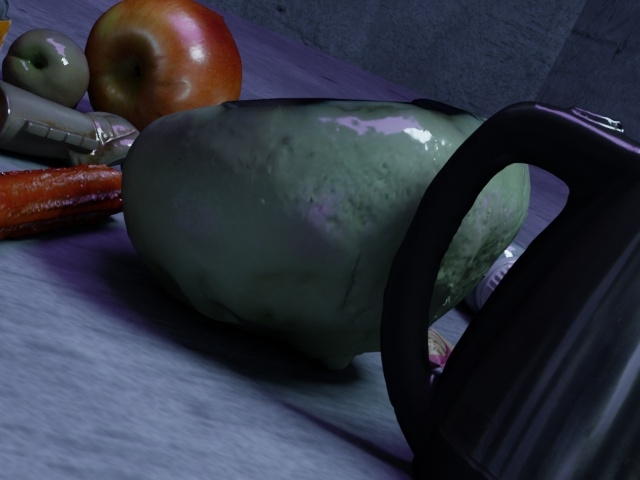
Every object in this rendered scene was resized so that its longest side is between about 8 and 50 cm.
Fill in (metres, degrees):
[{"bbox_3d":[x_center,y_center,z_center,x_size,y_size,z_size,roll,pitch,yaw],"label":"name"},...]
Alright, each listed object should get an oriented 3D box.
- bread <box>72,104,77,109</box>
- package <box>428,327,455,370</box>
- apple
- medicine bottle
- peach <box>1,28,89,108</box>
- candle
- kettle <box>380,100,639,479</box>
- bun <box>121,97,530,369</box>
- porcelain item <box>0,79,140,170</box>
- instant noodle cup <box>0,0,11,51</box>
[{"bbox_3d":[-0.266,-0.161,1.490,0.081,0.046,0.083,14,18,-40],"label":"bread"},{"bbox_3d":[0.076,0.083,1.201,0.083,0.029,0.059,20,14,27],"label":"package"},{"bbox_3d":[-0.149,-0.161,1.470,0.163,0.163,0.139,32,19,25],"label":"apple"},{"bbox_3d":[0.172,0.036,1.501,0.083,0.083,0.203,22,12,-21],"label":"medicine bottle"},{"bbox_3d":[-0.254,-0.155,1.409,0.083,0.083,0.083,26,11,-5],"label":"peach"},{"bbox_3d":[-0.199,-0.027,1.026,0.051,0.048,0.329,42,12,7],"label":"candle"},{"bbox_3d":[0.190,0.060,0.933,0.250,0.271,0.207,35,14,33],"label":"kettle"},{"bbox_3d":[0.000,0.000,1.047,0.283,0.179,0.283,0,-4,0],"label":"bun"},{"bbox_3d":[-0.197,-0.086,1.277,0.213,0.054,0.084,14,19,-46],"label":"porcelain item"},{"bbox_3d":[-0.310,-0.150,1.123,0.177,0.126,0.208,23,11,-17],"label":"instant noodle cup"}]
